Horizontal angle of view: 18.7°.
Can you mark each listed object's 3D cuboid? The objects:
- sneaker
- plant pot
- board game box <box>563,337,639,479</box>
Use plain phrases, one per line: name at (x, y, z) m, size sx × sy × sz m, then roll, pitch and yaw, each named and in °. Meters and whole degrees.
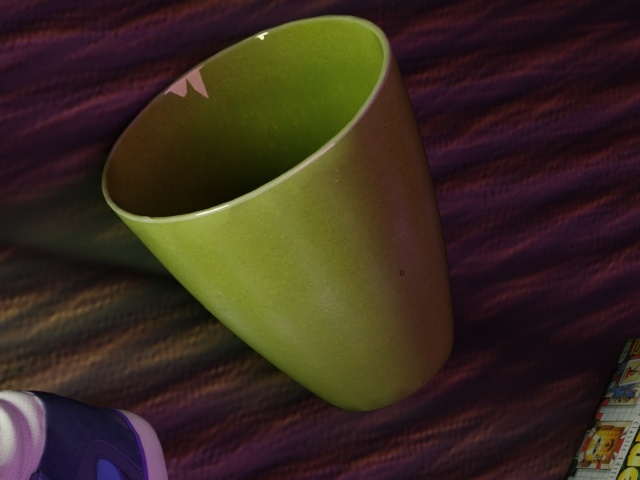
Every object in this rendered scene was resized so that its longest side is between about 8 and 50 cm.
sneaker at (-0.219, 0.274, 1.568) m, size 0.236 × 0.130 × 0.323 m, roll 10°, pitch 58°, yaw -46°
plant pot at (0.000, 0.000, 1.712) m, size 0.275 × 0.275 × 0.293 m, roll -46°, pitch 123°, yaw -24°
board game box at (0.301, 0.210, 1.911) m, size 0.030 × 0.136 × 0.260 m, roll 36°, pitch 70°, yaw -23°
